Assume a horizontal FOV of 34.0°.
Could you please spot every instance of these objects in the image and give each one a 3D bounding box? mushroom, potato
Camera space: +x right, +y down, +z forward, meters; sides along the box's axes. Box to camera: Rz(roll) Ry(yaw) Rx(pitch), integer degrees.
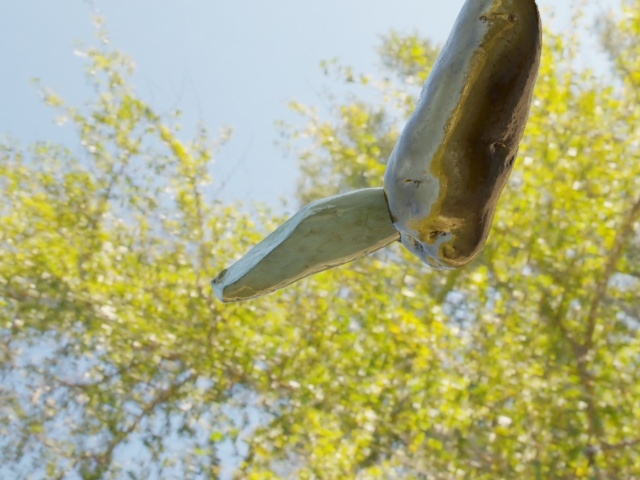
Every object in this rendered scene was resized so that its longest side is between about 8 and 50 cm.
[{"bbox_3d":[0.000,-0.004,1.486,0.333,0.087,0.107,-19,-68,-21],"label":"mushroom"},{"bbox_3d":[0.179,-0.146,1.308,0.195,0.176,0.369,7,-74,-41],"label":"potato"}]
